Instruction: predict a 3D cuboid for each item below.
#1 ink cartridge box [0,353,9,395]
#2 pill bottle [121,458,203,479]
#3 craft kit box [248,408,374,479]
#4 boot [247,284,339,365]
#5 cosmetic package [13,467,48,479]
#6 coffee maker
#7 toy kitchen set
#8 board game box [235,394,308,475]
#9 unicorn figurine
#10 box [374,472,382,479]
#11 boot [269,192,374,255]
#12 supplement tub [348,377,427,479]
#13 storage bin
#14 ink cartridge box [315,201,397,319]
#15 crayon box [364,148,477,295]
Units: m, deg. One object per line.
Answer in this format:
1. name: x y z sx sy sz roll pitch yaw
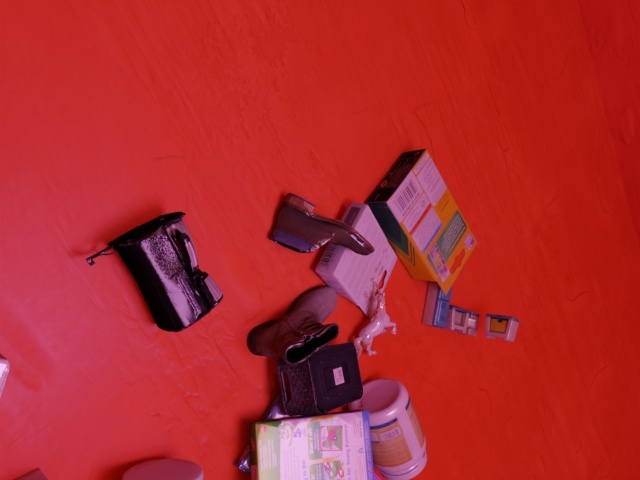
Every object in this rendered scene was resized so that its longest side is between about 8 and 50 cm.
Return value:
1. ink cartridge box: -0.536 0.204 0.722 0.190 0.082 0.140 22 76 -40
2. pill bottle: -0.260 0.539 0.901 0.176 0.176 0.319 2 89 -41
3. craft kit box: -0.013 0.473 1.087 0.246 0.061 0.250 2 76 -26
4. boot: -0.014 0.176 1.121 0.246 0.161 0.084 -31 110 -36
5. cosmetic package: -0.488 0.413 0.755 0.239 0.098 0.061 -19 102 -38
6. coffee maker: -0.275 0.063 0.942 0.171 0.120 0.178 -26 107 -13
7. toy kitchen set: 0.409 0.190 1.483 0.207 0.166 0.122 18 79 -40
8. board game box: -0.043 0.444 1.132 0.211 0.039 0.160 37 65 -10
9. unicorn figurine: 0.132 0.199 1.300 0.162 0.060 0.111 -55 138 -25
10. box: 0.043 0.593 1.241 0.293 0.057 0.201 51 61 -29
11. boot: 0.000 0.000 1.158 0.219 0.082 0.106 30 80 -2
12. supplement tub: 0.160 0.440 1.284 0.144 0.144 0.200 -35 112 -35
13. storage bin: 0.003 0.285 1.147 0.180 0.084 0.122 3 74 -55
14. ink cartridge box: 0.092 0.052 1.299 0.189 0.066 0.232 -63 147 -22
15. crayon box: 0.265 -0.042 1.413 0.203 0.083 0.323 -51 120 -28
